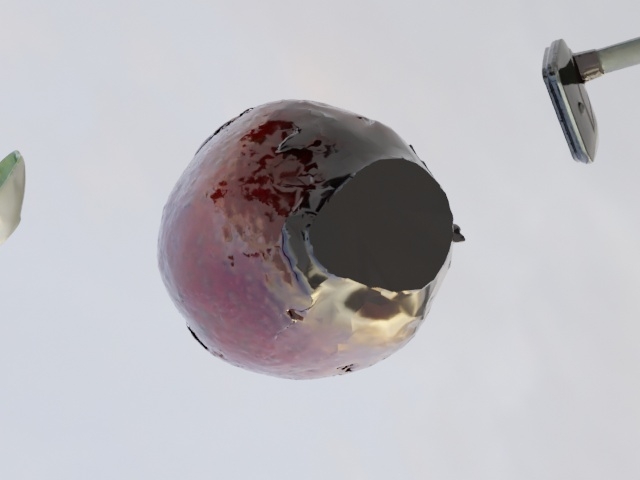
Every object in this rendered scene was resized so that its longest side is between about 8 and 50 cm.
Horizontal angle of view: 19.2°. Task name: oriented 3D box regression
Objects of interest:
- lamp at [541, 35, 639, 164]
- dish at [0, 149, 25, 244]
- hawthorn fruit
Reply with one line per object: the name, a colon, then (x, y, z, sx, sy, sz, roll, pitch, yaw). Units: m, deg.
lamp: (0.363, -0.122, 1.846, 0.124, 0.283, 0.203, -45, -61, -53)
dish: (-0.252, -0.005, 1.359, 0.039, 0.137, 0.091, 46, -155, -18)
hawthorn fruit: (-0.015, 0.000, 1.866, 0.316, 0.316, 0.316, 37, -149, -28)
